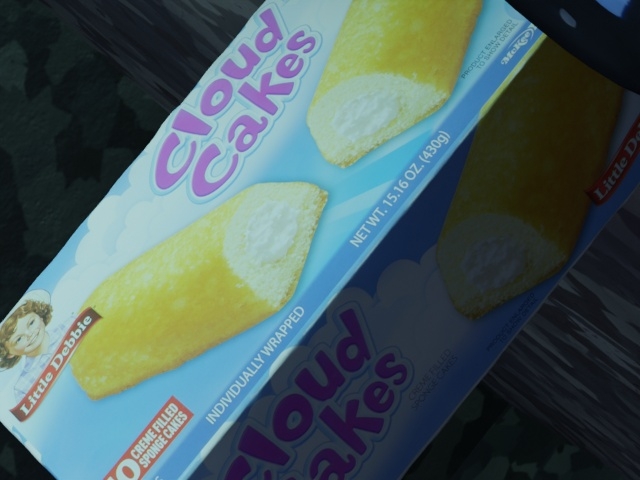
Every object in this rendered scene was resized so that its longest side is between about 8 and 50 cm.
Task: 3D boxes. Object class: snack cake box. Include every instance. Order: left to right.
[{"bbox_3d":[0.000,0.000,0.758,0.089,0.264,0.152,43,174,-41],"label":"snack cake box"}]

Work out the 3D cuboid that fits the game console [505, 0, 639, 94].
[{"bbox_3d":[-0.022,-0.179,0.433,0.342,0.060,0.386,38,175,9],"label":"game console"}]
